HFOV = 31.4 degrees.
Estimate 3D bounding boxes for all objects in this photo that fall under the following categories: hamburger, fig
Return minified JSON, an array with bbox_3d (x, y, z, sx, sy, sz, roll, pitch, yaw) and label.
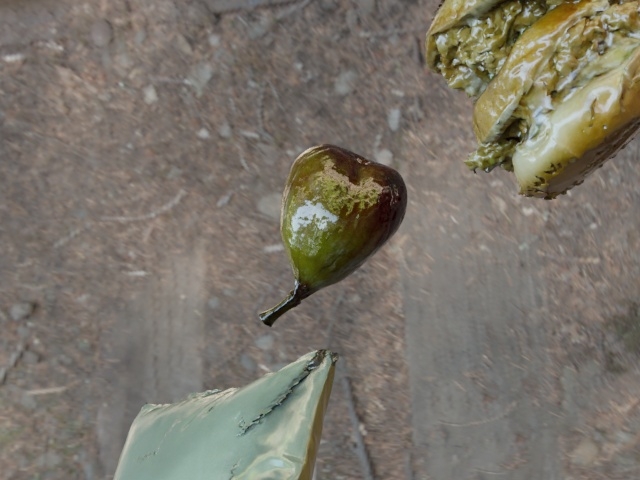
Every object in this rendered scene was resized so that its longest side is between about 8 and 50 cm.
[{"bbox_3d":[0.230,-0.172,1.104,0.260,0.245,0.211,-39,76,10],"label":"hamburger"},{"bbox_3d":[-0.001,-0.001,1.555,0.170,0.145,0.274,30,86,1],"label":"fig"}]

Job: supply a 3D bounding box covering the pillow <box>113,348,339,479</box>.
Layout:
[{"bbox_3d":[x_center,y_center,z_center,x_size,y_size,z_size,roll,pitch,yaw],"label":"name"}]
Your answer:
[{"bbox_3d":[-0.118,0.272,1.103,0.310,0.119,0.312,-20,44,38],"label":"pillow"}]
